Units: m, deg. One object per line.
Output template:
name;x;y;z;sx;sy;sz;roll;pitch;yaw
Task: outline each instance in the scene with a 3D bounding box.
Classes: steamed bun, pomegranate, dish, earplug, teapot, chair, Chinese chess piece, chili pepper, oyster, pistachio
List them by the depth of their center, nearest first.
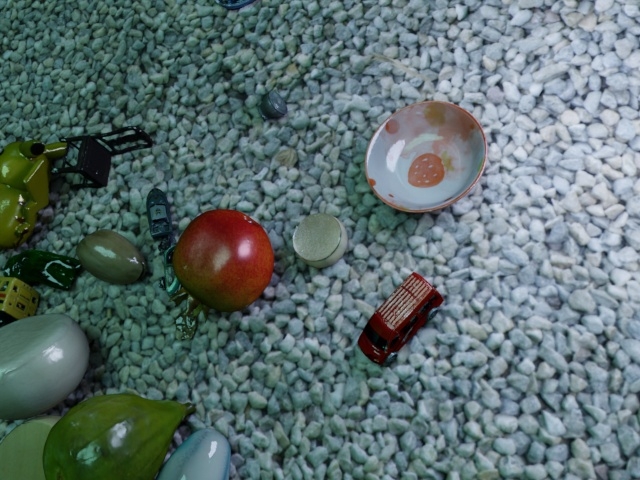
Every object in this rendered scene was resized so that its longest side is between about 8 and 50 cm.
earplug;-0.270;0.531;1.519;0.184;0.185;0.324;17;71;25
dish;0.230;-0.163;1.635;0.260;0.085;0.261;-8;66;18
pomegranate;-0.219;0.059;1.650;0.257;0.221;0.221;-48;62;-2
Chinese chess piece;-0.588;0.504;1.656;0.250;0.097;0.251;-4;80;24
Chinese chess piece;0.000;0.000;1.678;0.122;0.051;0.122;-8;67;20
steamed bun;-0.648;0.293;1.713;0.282;0.177;0.283;-15;22;6
oyster;-0.304;0.179;1.734;0.051;0.034;0.093;-3;65;12
pistachio;-0.496;0.040;1.819;0.185;0.108;0.126;17;100;18
teapot;-0.118;-0.326;1.844;0.057;0.066;0.088;-30;39;26
chili pepper;-0.685;0.071;1.901;0.224;0.061;0.098;2;71;22
chair;-0.543;-0.207;1.927;0.229;0.106;0.113;-5;68;20

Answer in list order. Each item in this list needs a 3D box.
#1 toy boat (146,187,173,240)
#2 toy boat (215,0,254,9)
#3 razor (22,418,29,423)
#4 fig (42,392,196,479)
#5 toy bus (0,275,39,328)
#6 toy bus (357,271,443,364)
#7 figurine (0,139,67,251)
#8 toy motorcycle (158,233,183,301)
toy boat;-0.389;-0.069;1.847;0.055;0.060;0.141;-11;59;-9
toy boat;-0.207;-0.641;1.991;0.137;0.061;0.060;-18;65;14
razor;-0.594;0.441;1.746;0.211;0.036;0.084;11;85;29
fig;-0.417;0.413;1.552;0.232;0.314;0.233;3;104;14
toy bus;-0.870;0.150;1.908;0.335;0.121;0.123;2;66;22
toy bus;0.153;0.158;1.538;0.195;0.089;0.081;-47;62;-1
figurine;-0.767;-0.128;1.932;0.169;0.218;0.327;18;86;-7
toy motorcycle;-0.324;0.060;1.772;0.100;0.058;0.173;-15;65;10
